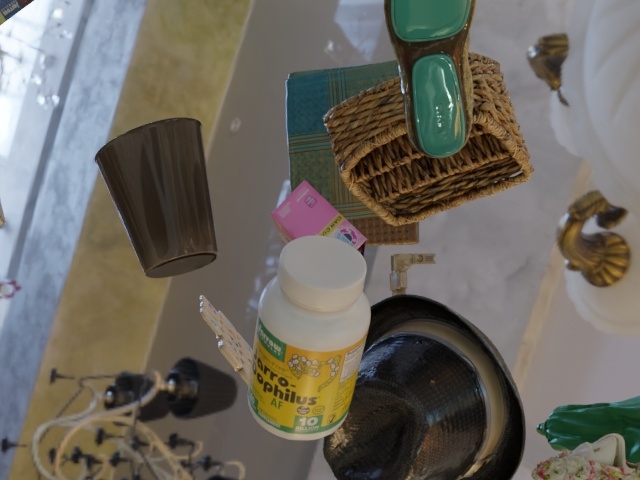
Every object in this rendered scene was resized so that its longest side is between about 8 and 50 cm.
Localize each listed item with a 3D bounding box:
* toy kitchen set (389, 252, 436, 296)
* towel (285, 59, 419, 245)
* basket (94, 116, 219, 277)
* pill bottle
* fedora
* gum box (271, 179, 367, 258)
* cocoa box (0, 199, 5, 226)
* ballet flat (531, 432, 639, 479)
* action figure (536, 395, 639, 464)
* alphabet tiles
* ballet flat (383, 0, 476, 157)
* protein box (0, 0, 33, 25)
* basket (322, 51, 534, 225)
[{"bbox_3d":[0.159,0.063,1.345,0.068,0.075,0.083,131,-42,-82],"label":"toy kitchen set"},{"bbox_3d":[0.064,-0.171,1.631,0.271,0.040,0.370,-3,-90,15],"label":"towel"},{"bbox_3d":[-0.264,-0.062,1.354,0.204,0.154,0.227,-22,-103,21],"label":"basket"},{"bbox_3d":[-0.011,0.103,0.843,0.118,0.117,0.208,55,-36,43],"label":"pill bottle"},{"bbox_3d":[0.102,0.239,1.061,0.334,0.152,0.334,20,-61,41],"label":"fedora"},{"bbox_3d":[0.000,0.000,1.054,0.107,0.188,0.062,43,-97,8],"label":"gum box"},{"bbox_3d":[-0.586,-0.103,0.919,0.228,0.347,0.231,82,-19,-46],"label":"cocoa box"},{"bbox_3d":[0.364,0.262,0.915,0.241,0.091,0.077,1,-98,33],"label":"ballet flat"},{"bbox_3d":[0.467,0.330,1.381,0.232,0.063,0.137,-12,-122,55],"label":"action figure"},{"bbox_3d":[-0.192,0.252,1.829,0.021,0.278,0.284,-38,-166,-1],"label":"alphabet tiles"},{"bbox_3d":[0.148,-0.279,1.075,0.123,0.123,0.349,42,-30,48],"label":"ballet flat"},{"bbox_3d":[-0.595,-0.405,1.233,0.199,0.201,0.136,-11,-146,32],"label":"protein box"},{"bbox_3d":[0.176,-0.159,1.352,0.299,0.213,0.223,-18,-95,30],"label":"basket"}]
